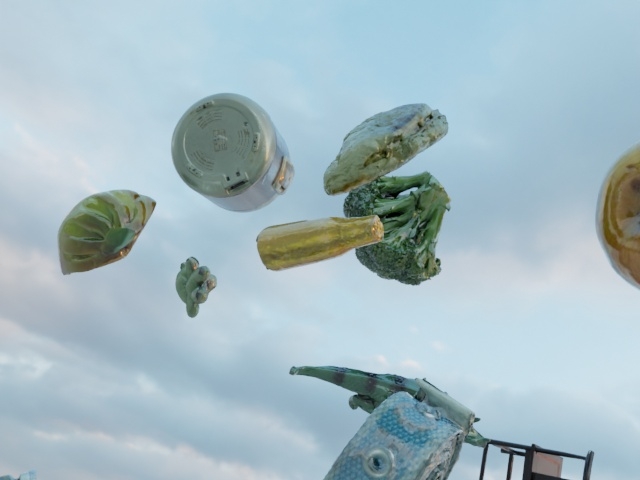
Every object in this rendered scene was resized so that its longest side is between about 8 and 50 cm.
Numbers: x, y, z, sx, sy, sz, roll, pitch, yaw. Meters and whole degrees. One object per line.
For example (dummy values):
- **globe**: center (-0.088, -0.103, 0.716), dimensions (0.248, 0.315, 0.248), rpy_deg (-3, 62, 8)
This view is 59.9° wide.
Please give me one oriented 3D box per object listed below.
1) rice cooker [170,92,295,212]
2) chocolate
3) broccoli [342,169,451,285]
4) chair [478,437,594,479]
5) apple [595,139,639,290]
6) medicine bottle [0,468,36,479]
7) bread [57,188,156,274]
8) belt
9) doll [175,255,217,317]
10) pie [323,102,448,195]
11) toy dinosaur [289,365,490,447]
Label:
- **rice cooker**: center (-0.221, -0.221, 1.459), dimensions (0.288, 0.288, 0.277), rpy_deg (15, -6, 12)
- **chocolate**: center (0.000, 0.000, 0.876), dimensions (0.219, 0.086, 0.086), rpy_deg (-10, -49, 38)
- **broccoli**: center (0.169, -0.034, 1.192), dimensions (0.241, 0.269, 0.261), rpy_deg (-42, -56, 12)
- **chair**: center (0.464, 0.515, 1.181), dimensions (0.141, 0.155, 0.260), rpy_deg (32, -26, -35)
- **apple**: center (0.612, -0.037, 0.898), dimensions (0.275, 0.299, 0.299), rpy_deg (14, -34, -17)
- **medicine bottle**: center (-0.489, 0.357, 0.751), dimensions (0.191, 0.051, 0.051), rpy_deg (-6, -27, -26)
- **bread**: center (-0.519, -0.025, 1.307), dimensions (0.156, 0.261, 0.158), rpy_deg (35, -15, -23)
- **belt**: center (0.058, 0.219, 0.483), dimensions (0.082, 0.147, 0.163), rpy_deg (29, -72, 31)
- **doll**: center (-0.226, 0.086, 1.040), dimensions (0.077, 0.115, 0.150), rpy_deg (-3, -2, -21)
- **pie**: center (0.106, -0.163, 0.924), dimensions (0.201, 0.248, 0.090), rpy_deg (-17, -71, 41)
- **toy dinosaur**: center (0.102, 0.235, 0.806), dimensions (0.291, 0.079, 0.120), rpy_deg (17, -32, 12)
